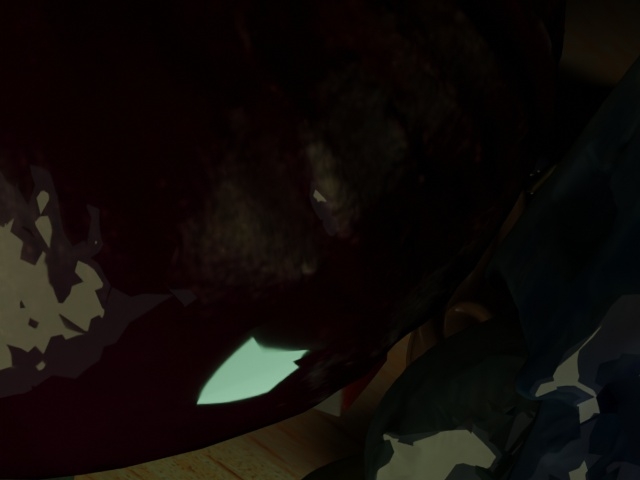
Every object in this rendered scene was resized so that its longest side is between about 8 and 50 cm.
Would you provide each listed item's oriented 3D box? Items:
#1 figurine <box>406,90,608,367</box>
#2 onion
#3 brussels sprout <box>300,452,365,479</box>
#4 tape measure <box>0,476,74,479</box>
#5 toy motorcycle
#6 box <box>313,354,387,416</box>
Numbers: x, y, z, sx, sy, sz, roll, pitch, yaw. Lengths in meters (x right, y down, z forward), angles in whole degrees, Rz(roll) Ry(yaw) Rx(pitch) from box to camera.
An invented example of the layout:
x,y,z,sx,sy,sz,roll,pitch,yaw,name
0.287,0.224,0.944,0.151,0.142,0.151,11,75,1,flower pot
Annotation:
x,y,z,sx,sy,sz,roll,pitch,yaw,name
0.081,0.017,0.753,0.114,0.157,0.126,33,169,30,figurine
-0.097,-0.047,0.625,0.337,0.260,0.282,17,150,10,onion
0.087,0.288,1.145,0.268,0.344,0.344,-23,138,17,brussels sprout
-0.248,0.102,1.091,0.243,0.246,0.125,42,145,-26,tape measure
0.168,0.019,0.610,0.241,0.319,0.182,11,-149,-40,toy motorcycle
-0.076,0.024,0.994,0.229,0.050,0.123,17,157,8,box
